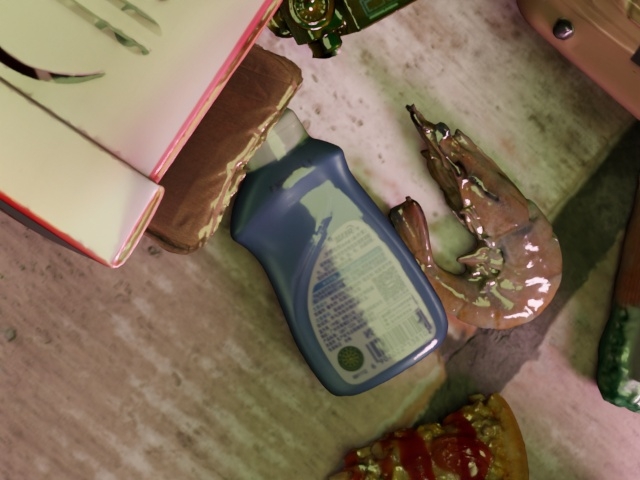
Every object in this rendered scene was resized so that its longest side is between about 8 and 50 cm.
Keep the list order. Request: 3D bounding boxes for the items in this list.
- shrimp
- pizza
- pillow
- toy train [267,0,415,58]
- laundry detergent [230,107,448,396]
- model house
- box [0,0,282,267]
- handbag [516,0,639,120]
[{"bbox_3d":[0.133,-0.014,1.659,0.145,0.059,0.254,-46,109,3],"label":"shrimp"},{"bbox_3d":[0.104,0.224,1.637,0.199,0.188,0.062,-3,138,2],"label":"pizza"},{"bbox_3d":[-0.105,-0.091,1.554,0.211,0.135,0.034,-57,138,-5],"label":"pillow"},{"bbox_3d":[-0.011,-0.289,1.582,0.137,0.090,0.225,-30,101,-18],"label":"toy train"},{"bbox_3d":[0.000,0.000,1.607,0.143,0.094,0.290,-29,99,7],"label":"laundry detergent"},{"bbox_3d":[0.429,0.067,1.606,0.194,0.325,0.267,13,91,-14],"label":"model house"},{"bbox_3d":[-0.243,-0.187,1.408,0.314,0.312,0.300,34,85,-14],"label":"box"},{"bbox_3d":[0.360,-0.206,1.610,0.302,0.283,0.149,41,118,12],"label":"handbag"}]
